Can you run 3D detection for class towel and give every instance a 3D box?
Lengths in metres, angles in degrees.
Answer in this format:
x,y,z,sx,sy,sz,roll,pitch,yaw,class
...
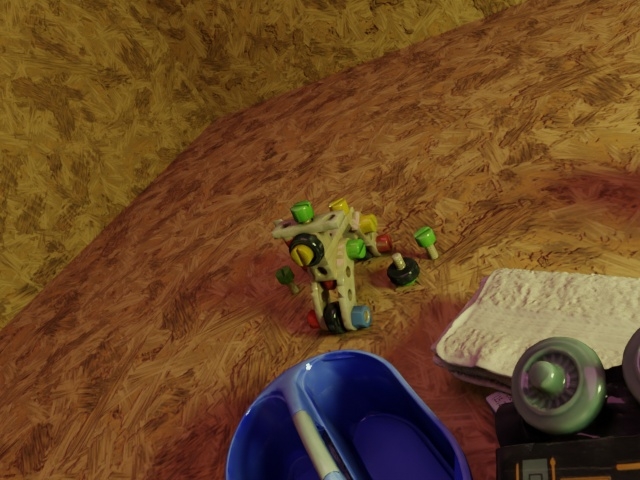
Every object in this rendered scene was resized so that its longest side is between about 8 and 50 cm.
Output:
x,y,z,sx,sy,sz,roll,pitch,yaw,class
0.276,0.104,0.580,0.187,0.049,0.282,-43,23,-28,towel

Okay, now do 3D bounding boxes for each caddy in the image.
x,y,z,sx,sy,sz,roll,pitch,yaw,class
0.028,0.267,0.549,0.241,0.179,0.341,-36,30,-7,caddy

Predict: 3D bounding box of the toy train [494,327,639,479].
x,y,z,sx,sy,sz,roll,pitch,yaw,class
0.262,0.149,0.312,0.334,0.142,0.190,-30,36,44,toy train

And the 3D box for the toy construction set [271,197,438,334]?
x,y,z,sx,sy,sz,roll,pitch,yaw,class
0.000,0.000,0.922,0.309,0.237,0.257,9,48,50,toy construction set

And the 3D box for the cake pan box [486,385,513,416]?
x,y,z,sx,sy,sz,roll,pitch,yaw,class
0.330,0.185,0.480,0.246,0.070,0.267,-28,20,2,cake pan box
